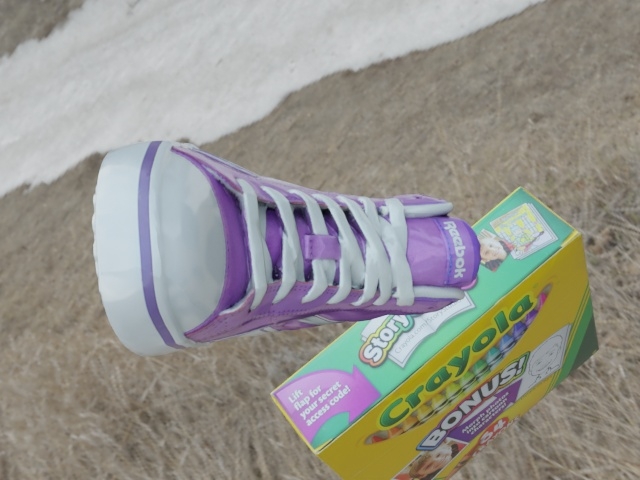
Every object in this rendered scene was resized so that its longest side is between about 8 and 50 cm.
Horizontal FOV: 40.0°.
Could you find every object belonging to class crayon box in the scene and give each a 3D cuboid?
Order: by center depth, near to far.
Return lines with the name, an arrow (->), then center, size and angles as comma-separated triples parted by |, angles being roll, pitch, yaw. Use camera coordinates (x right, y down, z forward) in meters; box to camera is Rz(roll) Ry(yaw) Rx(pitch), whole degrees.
crayon box -> 0.158, 0.154, 1.051 | 0.363, 0.313, 0.106 | -40, 55, -5

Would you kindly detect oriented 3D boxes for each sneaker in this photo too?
sneaker -> 0.000, -0.001, 0.459 | 0.161, 0.282, 0.102 | -6, 86, 12
